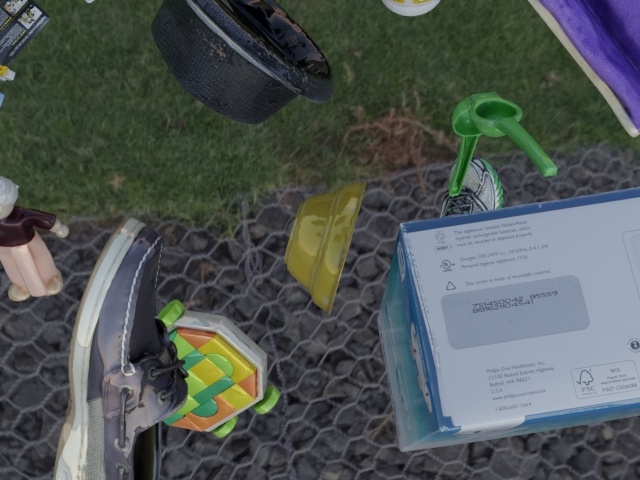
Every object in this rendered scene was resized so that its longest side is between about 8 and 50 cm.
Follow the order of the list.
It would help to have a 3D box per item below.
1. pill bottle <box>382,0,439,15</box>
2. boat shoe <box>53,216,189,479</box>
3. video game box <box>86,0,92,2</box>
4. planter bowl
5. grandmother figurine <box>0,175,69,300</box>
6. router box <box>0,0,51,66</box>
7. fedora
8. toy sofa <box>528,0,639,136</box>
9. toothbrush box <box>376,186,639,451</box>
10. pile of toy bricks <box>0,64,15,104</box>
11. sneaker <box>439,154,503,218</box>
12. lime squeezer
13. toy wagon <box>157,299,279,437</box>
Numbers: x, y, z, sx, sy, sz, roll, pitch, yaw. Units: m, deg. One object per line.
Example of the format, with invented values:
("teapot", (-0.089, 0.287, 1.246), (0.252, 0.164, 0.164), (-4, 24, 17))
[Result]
("pill bottle", (0.175, -0.562, 1.525), (0.188, 0.334, 0.187), (-1, 80, 4))
("boat shoe", (-0.153, 0.117, 0.667), (0.092, 0.285, 0.103), (17, 23, 2))
("video game box", (-0.259, -0.401, 0.927), (0.205, 0.187, 0.048), (-33, 48, 14))
("planter bowl", (0.000, 0.000, 1.231), (0.090, 0.217, 0.217), (15, 65, 2))
("grandmother figurine", (-0.633, -0.009, 1.685), (0.208, 0.342, 0.104), (-18, 52, -10))
("router box", (-0.661, -0.438, 1.647), (0.179, 0.046, 0.133), (-50, 127, -7))
("fedora", (-0.140, -0.292, 1.224), (0.334, 0.152, 0.334), (36, 23, -18))
("toy sofa", (0.419, -0.329, 1.124), (0.362, 0.150, 0.177), (53, 39, 1))
("toothbrush box", (0.161, 0.072, 0.582), (0.217, 0.295, 0.126), (-9, 72, 0))
("pile of toy bricks", (-0.702, -0.305, 1.576), (0.105, 0.212, 0.118), (27, 75, -45))
("sneaker", (0.336, -0.037, 1.905), (0.134, 0.343, 0.146), (16, 24, 37))
("lime squeezer", (0.185, -0.115, 0.913), (0.059, 0.310, 0.109), (9, 89, -9))
("toy wagon", (-0.255, 0.266, 1.513), (0.267, 0.344, 0.068), (45, 31, -17))
